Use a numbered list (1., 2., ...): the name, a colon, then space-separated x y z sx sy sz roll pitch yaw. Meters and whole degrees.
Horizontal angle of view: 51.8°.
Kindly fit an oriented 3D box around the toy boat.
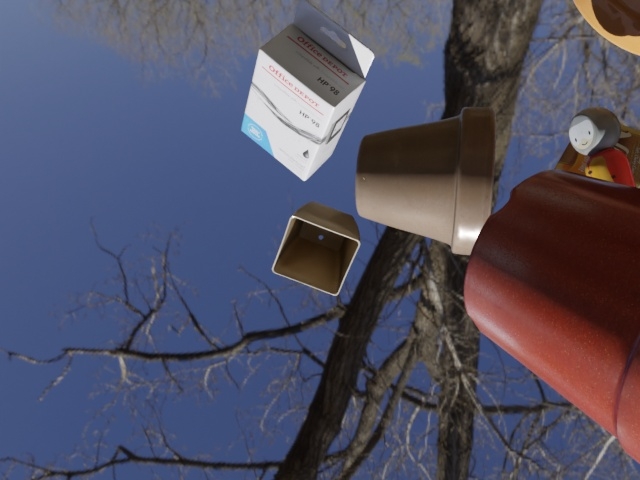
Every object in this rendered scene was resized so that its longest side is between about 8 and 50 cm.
1. toy boat: 0.487 -0.150 0.832 0.318 0.148 0.268 -21 167 29

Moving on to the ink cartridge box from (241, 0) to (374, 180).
1. ink cartridge box: -0.020 -0.159 0.724 0.104 0.180 0.060 39 -120 7

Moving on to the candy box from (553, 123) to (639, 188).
1. candy box: 0.639 -0.141 1.532 0.183 0.087 0.316 28 -117 19

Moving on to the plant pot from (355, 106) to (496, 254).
1. plant pot: 0.185 -0.109 1.178 0.230 0.262 0.263 4 -141 12

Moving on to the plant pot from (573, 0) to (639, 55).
1. plant pot: 0.503 -0.416 0.867 0.291 0.203 0.290 0 -102 -2

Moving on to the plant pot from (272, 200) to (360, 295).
1. plant pot: 0.000 0.000 1.017 0.109 0.109 0.096 21 -147 -1

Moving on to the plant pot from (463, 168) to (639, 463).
1. plant pot: 0.303 0.063 0.635 0.273 0.272 0.265 -28 -143 -24
